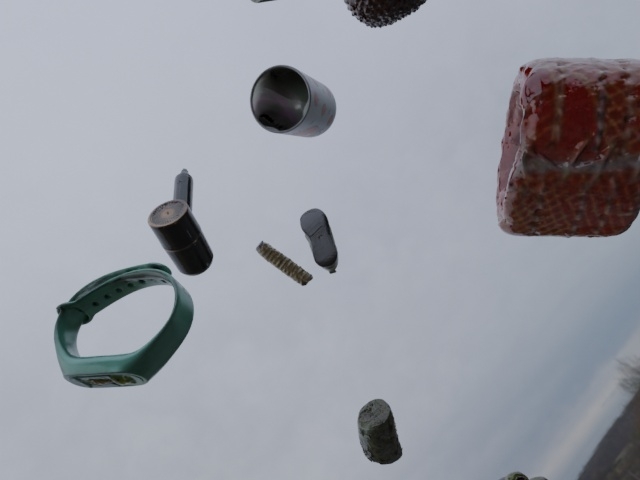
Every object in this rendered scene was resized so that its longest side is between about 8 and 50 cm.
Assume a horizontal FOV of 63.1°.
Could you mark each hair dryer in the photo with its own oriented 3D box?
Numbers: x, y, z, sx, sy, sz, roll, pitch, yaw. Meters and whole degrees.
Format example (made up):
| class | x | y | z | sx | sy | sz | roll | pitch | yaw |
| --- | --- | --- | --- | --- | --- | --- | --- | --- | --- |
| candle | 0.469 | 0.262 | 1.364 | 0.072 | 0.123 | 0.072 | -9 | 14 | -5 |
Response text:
| class | x | y | z | sx | sy | sz | roll | pitch | yaw |
| --- | --- | --- | --- | --- | --- | --- | --- | --- | --- |
| hair dryer | -0.361 | -0.081 | 1.407 | 0.107 | 0.352 | 0.189 | -16 | -49 | 3 |

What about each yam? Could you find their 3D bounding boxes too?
| class | x | y | z | sx | sy | sz | roll | pitch | yaw |
| --- | --- | --- | --- | --- | --- | --- | --- | --- | --- |
| yam | 0.148 | 0.495 | 1.344 | 0.107 | 0.107 | 0.183 | -33 | -52 | -28 |

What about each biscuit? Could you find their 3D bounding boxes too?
| class | x | y | z | sx | sy | sz | roll | pitch | yaw |
| --- | --- | --- | --- | --- | --- | --- | --- | --- | --- |
| biscuit | -0.125 | 0.078 | 1.773 | 0.055 | 0.219 | 0.061 | -55 | 1 | -30 |

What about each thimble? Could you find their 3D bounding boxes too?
| class | x | y | z | sx | sy | sz | roll | pitch | yaw |
| --- | --- | --- | --- | --- | --- | --- | --- | --- | --- |
| thimble | 0.460 | -0.166 | 0.970 | 0.350 | 0.230 | 0.350 | 5 | -90 | -76 |

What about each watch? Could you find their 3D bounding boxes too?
| class | x | y | z | sx | sy | sz | roll | pitch | yaw |
| --- | --- | --- | --- | --- | --- | --- | --- | --- | --- |
| watch | -0.317 | 0.132 | 0.819 | 0.068 | 0.237 | 0.195 | 57 | -151 | -50 |

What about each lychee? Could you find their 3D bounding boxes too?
| class | x | y | z | sx | sy | sz | roll | pitch | yaw |
| --- | --- | --- | --- | --- | --- | --- | --- | --- | --- |
| lychee | 0.189 | -0.769 | 1.521 | 0.276 | 0.275 | 0.304 | -44 | -32 | -14 |

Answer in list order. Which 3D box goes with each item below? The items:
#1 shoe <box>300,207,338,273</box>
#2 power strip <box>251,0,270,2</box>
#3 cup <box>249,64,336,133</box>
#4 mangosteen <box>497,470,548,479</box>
| class | x | y | z | sx | sy | sz | roll | pitch | yaw |
| --- | --- | --- | --- | --- | --- | --- | --- | --- | --- |
| shoe | 0.000 | 0.000 | 1.881 | 0.103 | 0.275 | 0.098 | -20 | -35 | 4 |
| power strip | -0.013 | -0.521 | 0.993 | 0.288 | 0.053 | 0.093 | -24 | -78 | -27 |
| cup | -0.075 | -0.464 | 1.788 | 0.212 | 0.212 | 0.317 | -64 | -15 | 16 |
| mangosteen | 0.540 | 0.705 | 1.392 | 0.172 | 0.172 | 0.184 | -4 | -42 | -50 |
